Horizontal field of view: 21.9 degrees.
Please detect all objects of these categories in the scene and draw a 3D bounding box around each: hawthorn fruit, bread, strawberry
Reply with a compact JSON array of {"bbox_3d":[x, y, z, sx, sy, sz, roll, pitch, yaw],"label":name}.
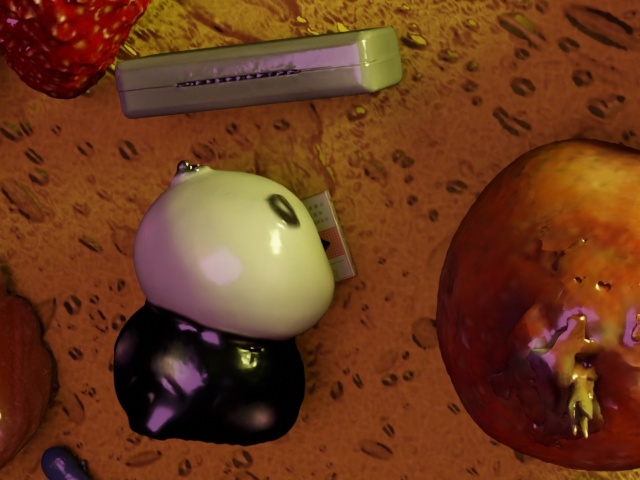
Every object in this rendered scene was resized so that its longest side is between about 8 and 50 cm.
[{"bbox_3d":[0.216,0.069,1.295,0.276,0.307,0.276,3,108,10],"label":"hawthorn fruit"},{"bbox_3d":[-0.382,0.159,1.618,0.244,0.123,0.190,-34,86,22],"label":"bread"},{"bbox_3d":[-0.252,-0.261,1.454,0.261,0.261,0.257,34,103,13],"label":"strawberry"}]

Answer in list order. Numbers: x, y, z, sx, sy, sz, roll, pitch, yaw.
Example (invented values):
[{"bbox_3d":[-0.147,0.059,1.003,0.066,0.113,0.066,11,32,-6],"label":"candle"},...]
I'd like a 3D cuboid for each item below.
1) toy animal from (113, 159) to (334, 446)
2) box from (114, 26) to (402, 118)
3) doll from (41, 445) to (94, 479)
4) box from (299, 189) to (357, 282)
[{"bbox_3d":[-0.086,0.054,1.472,0.187,0.165,0.235,17,101,24],"label":"toy animal"},{"bbox_3d":[-0.055,-0.149,1.468,0.243,0.103,0.055,-5,99,21],"label":"box"},{"bbox_3d":[-0.228,0.252,1.624,0.125,0.027,0.037,46,110,6],"label":"doll"},{"bbox_3d":[0.000,0.000,1.515,0.046,0.012,0.083,-19,90,21],"label":"box"}]
